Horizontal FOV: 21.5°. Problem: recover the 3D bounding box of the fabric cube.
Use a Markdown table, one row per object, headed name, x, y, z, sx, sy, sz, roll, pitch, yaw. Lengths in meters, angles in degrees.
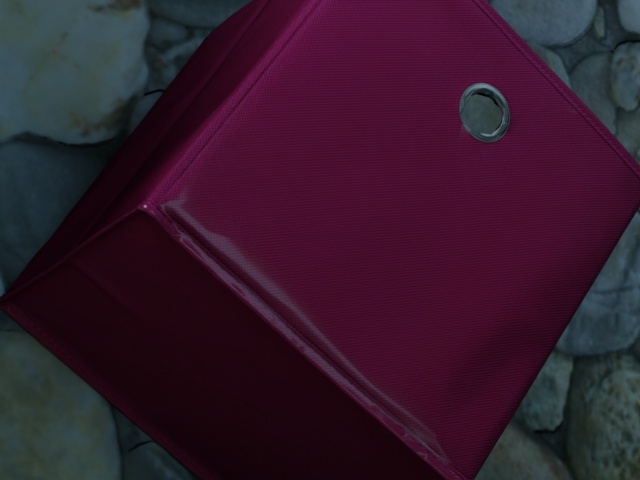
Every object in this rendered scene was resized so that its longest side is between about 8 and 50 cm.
| name | x | y | z | sx | sy | sz | roll | pitch | yaw |
| --- | --- | --- | --- | --- | --- | --- | --- | --- | --- |
| fabric cube | 0.000 | 0.000 | 1.067 | 0.254 | 0.259 | 0.258 | 44 | 60 | -13 |
